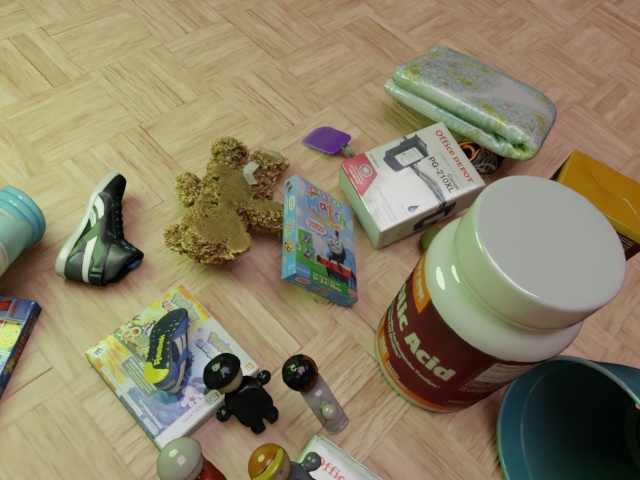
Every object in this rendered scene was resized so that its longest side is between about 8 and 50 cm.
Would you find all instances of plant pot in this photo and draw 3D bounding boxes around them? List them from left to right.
[{"bbox_3d":[0.236,0.018,0.978,0.083,0.083,0.079,-10,49,-17],"label":"plant pot"},{"bbox_3d":[0.459,0.308,0.734,0.255,0.271,0.271,5,56,-25],"label":"plant pot"}]

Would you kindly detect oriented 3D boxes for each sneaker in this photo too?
[{"bbox_3d":[-0.606,-0.005,0.812,0.319,0.127,0.208,0,29,11],"label":"sneaker"},{"bbox_3d":[-0.364,-0.015,0.882,0.121,0.079,0.217,18,64,-3],"label":"sneaker"},{"bbox_3d":[-0.227,0.167,0.750,0.053,0.059,0.144,-17,39,14],"label":"sneaker"},{"bbox_3d":[0.354,-0.192,1.127,0.215,0.083,0.084,-20,62,-24],"label":"sneaker"}]

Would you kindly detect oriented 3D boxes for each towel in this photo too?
[{"bbox_3d":[0.370,-0.337,1.180,0.374,0.090,0.320,32,42,14],"label":"towel"}]

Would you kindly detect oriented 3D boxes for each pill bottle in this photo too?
[{"bbox_3d":[0.234,0.099,0.729,0.224,0.392,0.224,5,57,-8],"label":"pill bottle"}]

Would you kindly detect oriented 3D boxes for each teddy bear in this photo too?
[{"bbox_3d":[-0.170,-0.077,0.950,0.245,0.113,0.338,6,50,-18],"label":"teddy bear"}]

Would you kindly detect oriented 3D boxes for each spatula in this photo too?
[{"bbox_3d":[0.095,-0.171,1.093,0.296,0.030,0.084,36,60,12],"label":"spatula"}]

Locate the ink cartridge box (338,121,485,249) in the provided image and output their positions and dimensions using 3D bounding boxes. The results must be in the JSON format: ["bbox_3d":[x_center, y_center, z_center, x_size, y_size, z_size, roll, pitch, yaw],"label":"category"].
[{"bbox_3d":[0.180,-0.114,0.998,0.237,0.100,0.172,-24,70,-10],"label":"ink cartridge box"}]

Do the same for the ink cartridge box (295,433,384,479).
[{"bbox_3d":[-0.006,0.406,0.667,0.158,0.092,0.218,34,60,11],"label":"ink cartridge box"}]

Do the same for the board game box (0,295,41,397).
[{"bbox_3d":[-0.537,0.176,0.745,0.136,0.035,0.201,11,56,-4],"label":"board game box"}]

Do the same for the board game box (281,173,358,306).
[{"bbox_3d":[0.000,0.000,0.912,0.160,0.039,0.211,28,47,-37],"label":"board game box"}]

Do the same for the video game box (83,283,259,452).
[{"bbox_3d":[-0.233,0.198,0.784,0.205,0.048,0.187,42,57,16],"label":"video game box"}]

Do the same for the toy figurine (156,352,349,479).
[{"bbox_3d":[-0.082,0.254,0.652,0.209,0.148,0.213,-12,33,31],"label":"toy figurine"}]

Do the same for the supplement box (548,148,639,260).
[{"bbox_3d":[0.526,-0.039,0.994,0.191,0.194,0.129,32,58,10],"label":"supplement box"}]
